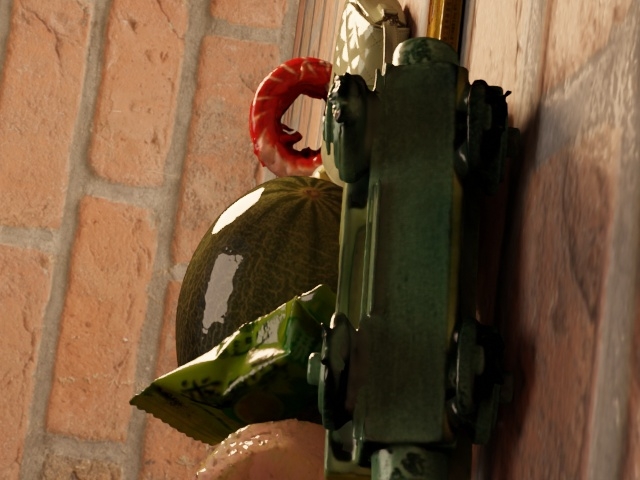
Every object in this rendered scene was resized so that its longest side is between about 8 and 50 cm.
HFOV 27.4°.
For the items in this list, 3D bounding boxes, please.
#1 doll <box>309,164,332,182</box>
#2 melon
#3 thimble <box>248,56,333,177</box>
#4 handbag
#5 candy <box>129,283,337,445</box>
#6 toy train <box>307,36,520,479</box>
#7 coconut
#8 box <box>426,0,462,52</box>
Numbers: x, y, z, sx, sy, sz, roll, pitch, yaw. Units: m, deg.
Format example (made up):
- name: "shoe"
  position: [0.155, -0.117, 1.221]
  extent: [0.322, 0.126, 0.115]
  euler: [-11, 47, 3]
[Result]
- name: "doll"
  position: [-0.001, 0.000, 1.867]
  extent: [0.117, 0.086, 0.291]
  euler: [-31, -42, -59]
- name: "melon"
  position: [-0.034, 0.082, 1.369]
  extent: [0.237, 0.237, 0.302]
  euler: [-96, 14, -65]
- name: "thimble"
  position: [-0.027, -0.178, 1.978]
  extent: [0.125, 0.163, 0.190]
  euler: [-167, 85, -85]
- name: "handbag"
  position: [0.057, -0.172, 1.638]
  extent: [0.219, 0.079, 0.256]
  euler: [-103, 20, -63]
- name: "candy"
  position: [-0.049, 0.120, 1.202]
  extent: [0.246, 0.149, 0.069]
  euler: [-30, 44, 22]
- name: "toy train"
  position: [0.067, 0.035, 1.017]
  extent: [0.237, 0.150, 0.369]
  euler: [91, -176, -67]
- name: "coconut"
  position: [-0.027, 0.283, 1.185]
  extent: [0.245, 0.233, 0.233]
  euler: [98, 178, -74]
- name: "box"
  position: [0.125, -0.228, 1.326]
  extent: [0.089, 0.022, 0.156]
  euler: [131, 147, -77]
